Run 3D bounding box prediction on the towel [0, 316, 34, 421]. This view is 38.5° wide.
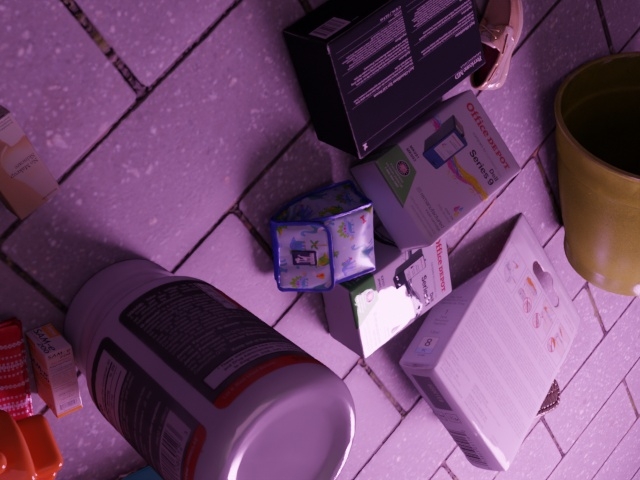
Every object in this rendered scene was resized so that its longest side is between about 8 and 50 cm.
[{"bbox_3d":[-0.436,0.234,1.095,0.199,0.031,0.275,-19,124,-34],"label":"towel"}]

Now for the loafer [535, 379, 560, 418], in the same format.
[{"bbox_3d":[0.360,0.340,1.851,0.268,0.092,0.102,-10,85,-24],"label":"loafer"}]

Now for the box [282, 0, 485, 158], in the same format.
[{"bbox_3d":[0.095,-0.266,1.264,0.261,0.103,0.184,-38,130,-22],"label":"box"}]

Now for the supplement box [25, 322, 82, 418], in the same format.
[{"bbox_3d":[-0.329,0.161,1.130,0.036,0.062,0.098,-21,125,-32],"label":"supplement box"}]

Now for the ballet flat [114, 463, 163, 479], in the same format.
[{"bbox_3d":[-0.213,0.355,1.343,0.241,0.091,0.077,-13,138,-30],"label":"ballet flat"}]

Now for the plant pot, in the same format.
[{"bbox_3d":[0.589,-0.094,1.677,0.366,0.366,0.353,-33,143,-26],"label":"plant pot"}]

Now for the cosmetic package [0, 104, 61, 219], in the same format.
[{"bbox_3d":[-0.340,-0.086,0.999,0.060,0.041,0.115,-42,135,-18],"label":"cosmetic package"}]

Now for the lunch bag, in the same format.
[{"bbox_3d":[0.000,0.000,1.334,0.151,0.096,0.129,-18,127,-19],"label":"lunch bag"}]

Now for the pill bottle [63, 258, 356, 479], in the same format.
[{"bbox_3d":[-0.147,0.166,1.082,0.210,0.363,0.210,-21,125,-33],"label":"pill bottle"}]

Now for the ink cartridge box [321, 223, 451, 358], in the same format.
[{"bbox_3d":[0.107,0.065,1.468,0.208,0.087,0.153,-35,133,-25],"label":"ink cartridge box"}]

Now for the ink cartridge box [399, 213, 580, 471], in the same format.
[{"bbox_3d":[0.333,0.188,1.723,0.308,0.091,0.385,54,55,-29],"label":"ink cartridge box"}]

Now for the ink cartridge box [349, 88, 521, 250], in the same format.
[{"bbox_3d":[0.177,-0.107,1.392,0.212,0.093,0.154,-37,100,-24],"label":"ink cartridge box"}]

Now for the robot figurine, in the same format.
[{"bbox_3d":[-0.406,0.268,1.027,0.219,0.158,0.128,-17,109,-33],"label":"robot figurine"}]

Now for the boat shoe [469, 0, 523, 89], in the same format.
[{"bbox_3d":[0.271,-0.314,1.430,0.059,0.063,0.170,-21,126,-41],"label":"boat shoe"}]
